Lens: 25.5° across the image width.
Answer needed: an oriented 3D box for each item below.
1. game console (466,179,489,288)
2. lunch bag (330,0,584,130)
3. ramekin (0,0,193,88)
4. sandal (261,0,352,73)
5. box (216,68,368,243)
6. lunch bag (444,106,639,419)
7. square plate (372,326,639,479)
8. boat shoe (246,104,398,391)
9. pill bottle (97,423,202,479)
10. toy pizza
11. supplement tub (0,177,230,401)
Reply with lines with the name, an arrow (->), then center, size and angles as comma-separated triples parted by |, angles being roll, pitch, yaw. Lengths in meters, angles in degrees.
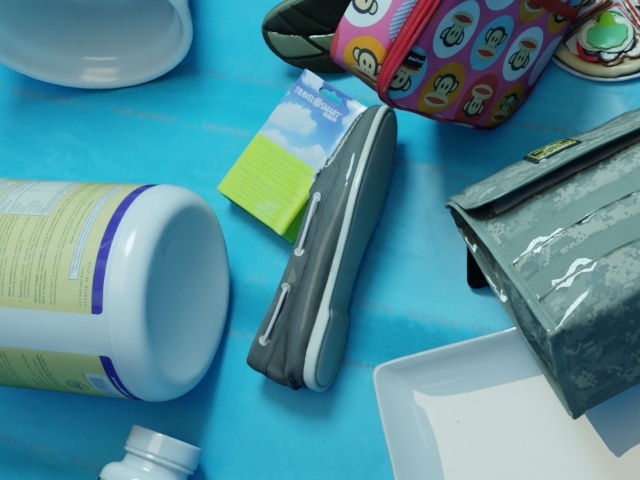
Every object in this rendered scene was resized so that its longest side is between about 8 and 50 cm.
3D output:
game console -> 0.220, -0.008, 1.544 | 0.107, 0.071, 0.122 | -19, 62, 48
lunch bag -> 0.160, -0.254, 1.476 | 0.120, 0.293, 0.258 | 40, 108, 28
ramekin -> -0.288, -0.312, 1.708 | 0.277, 0.277, 0.135 | -7, 63, 19
sandal -> 0.073, -0.296, 1.658 | 0.302, 0.120, 0.086 | -28, 37, 9
box -> -0.027, -0.100, 1.655 | 0.109, 0.042, 0.178 | 35, 87, 27
lunch bag -> 0.275, -0.010, 1.399 | 0.235, 0.169, 0.287 | -26, 43, -2
square plate -> 0.247, 0.248, 1.428 | 0.344, 0.049, 0.347 | -17, 67, 16
boat shoe -> 0.000, 0.000, 1.574 | 0.095, 0.112, 0.335 | 13, 81, 20
pill bottle -> -0.202, 0.303, 1.553 | 0.112, 0.112, 0.187 | 15, 79, 25
toy pizza -> 0.330, -0.274, 1.577 | 0.201, 0.032, 0.201 | -7, 71, 20
supplement tub -> -0.295, 0.051, 1.602 | 0.331, 0.241, 0.241 | 3, 74, 23
